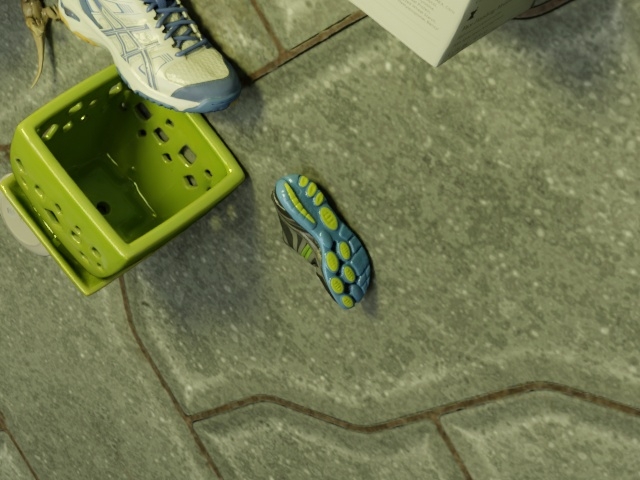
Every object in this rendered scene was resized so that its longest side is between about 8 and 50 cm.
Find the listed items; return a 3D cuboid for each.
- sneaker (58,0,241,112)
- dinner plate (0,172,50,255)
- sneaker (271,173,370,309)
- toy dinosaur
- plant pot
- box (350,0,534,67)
[{"bbox_3d":[-0.216,-0.274,1.962,0.296,0.112,0.131,36,135,19],"label":"sneaker"},{"bbox_3d":[-0.452,-0.037,2.406,0.141,0.017,0.141,23,129,32],"label":"dinner plate"},{"bbox_3d":[0.000,0.000,1.988,0.188,0.067,0.078,58,160,-6],"label":"sneaker"},{"bbox_3d":[-0.390,-0.305,2.160,0.093,0.053,0.183,3,111,59],"label":"toy dinosaur"},{"bbox_3d":[-0.275,-0.074,2.071,0.228,0.227,0.207,51,145,4],"label":"plant pot"},{"bbox_3d":[0.121,-0.298,1.582,0.182,0.181,0.119,41,137,16],"label":"box"}]
